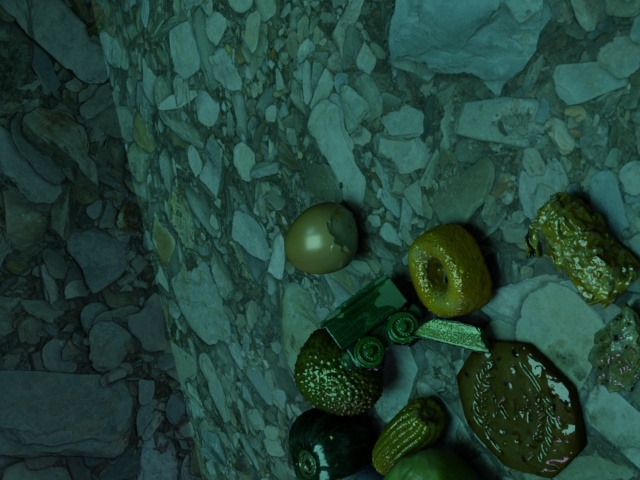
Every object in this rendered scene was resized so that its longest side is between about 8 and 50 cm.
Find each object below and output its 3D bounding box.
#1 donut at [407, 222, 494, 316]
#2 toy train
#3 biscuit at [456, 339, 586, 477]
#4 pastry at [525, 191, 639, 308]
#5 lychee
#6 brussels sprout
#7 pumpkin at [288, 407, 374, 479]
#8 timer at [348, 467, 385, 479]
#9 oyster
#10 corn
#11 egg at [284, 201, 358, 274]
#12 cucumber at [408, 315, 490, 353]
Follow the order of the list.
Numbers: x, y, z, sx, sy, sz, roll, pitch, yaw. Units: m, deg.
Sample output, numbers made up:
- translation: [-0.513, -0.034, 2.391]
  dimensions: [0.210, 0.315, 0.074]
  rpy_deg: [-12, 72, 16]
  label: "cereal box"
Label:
- translation: [0.316, 0.077, 1.660]
  dimensions: [0.253, 0.118, 0.254]
  rpy_deg: [50, 151, 40]
  label: "donut"
- translation: [0.148, 0.236, 1.830]
  dimensions: [0.202, 0.266, 0.145]
  rpy_deg: [53, 178, 14]
  label: "toy train"
- translation: [0.474, 0.406, 1.631]
  dimensions: [0.359, 0.046, 0.359]
  rpy_deg: [23, 120, 47]
  label: "biscuit"
- translation: [0.519, 0.016, 1.363]
  dimensions: [0.250, 0.102, 0.154]
  rpy_deg: [54, 141, 21]
  label: "pastry"
- translation: [0.051, 0.385, 2.002]
  dimensions: [0.319, 0.270, 0.270]
  rpy_deg: [8, 111, 33]
  label: "lychee"
- translation: [0.321, 0.715, 1.796]
  dimensions: [0.328, 0.247, 0.328]
  rpy_deg: [-6, 83, 58]
  label: "brussels sprout"
- translation: [0.031, 0.625, 2.134]
  dimensions: [0.293, 0.263, 0.197]
  rpy_deg: [-16, 85, 58]
  label: "pumpkin"
- translation: [0.128, 0.798, 2.148]
  dimensions: [0.255, 0.175, 0.175]
  rpy_deg: [-5, 99, 55]
  label: "timer"
- translation: [0.605, 0.233, 1.365]
  dimensions: [0.133, 0.072, 0.209]
  rpy_deg: [55, 142, 28]
  label: "oyster"
- translation: [0.243, 0.571, 1.932]
  dimensions: [0.131, 0.131, 0.344]
  rpy_deg: [53, 140, 25]
  label: "corn"
- translation: [0.000, 0.000, 1.955]
  dimensions: [0.244, 0.201, 0.201]
  rpy_deg: [-26, 82, 32]
  label: "egg"
- translation: [0.322, 0.223, 1.678]
  dimensions: [0.220, 0.046, 0.071]
  rpy_deg: [7, 114, 34]
  label: "cucumber"
